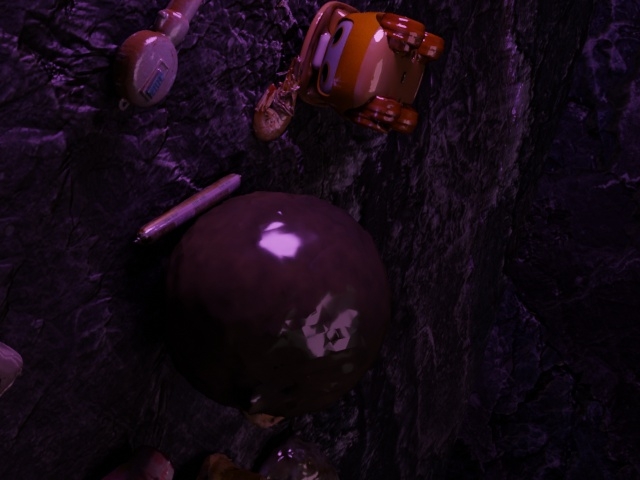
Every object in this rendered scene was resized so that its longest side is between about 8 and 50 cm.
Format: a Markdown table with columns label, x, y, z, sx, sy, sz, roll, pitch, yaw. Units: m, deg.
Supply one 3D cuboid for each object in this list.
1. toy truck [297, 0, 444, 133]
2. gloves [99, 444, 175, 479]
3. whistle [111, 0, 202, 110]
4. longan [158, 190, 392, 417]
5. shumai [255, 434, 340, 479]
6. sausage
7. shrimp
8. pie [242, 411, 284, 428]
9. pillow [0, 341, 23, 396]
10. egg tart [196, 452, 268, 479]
| label | x | y | z | sx | sy | sz | roll | pitch | yaw |
| --- | --- | --- | --- | --- | --- | --- | --- | --- | --- |
| toy truck | 0.090 | -0.309 | 1.847 | 0.288 | 0.211 | 0.204 | -6 | 116 | -66 |
| gloves | -0.358 | 0.475 | 1.784 | 0.241 | 0.145 | 0.126 | -51 | 143 | -36 |
| whistle | -0.223 | -0.275 | 1.447 | 0.220 | 0.057 | 0.107 | -62 | 154 | -12 |
| longan | -0.075 | 0.107 | 1.700 | 0.391 | 0.391 | 0.391 | -44 | 148 | -37 |
| shumai | -0.008 | 0.649 | 2.433 | 0.292 | 0.288 | 0.330 | -63 | 154 | -8 |
| sausage | -0.213 | -0.054 | 1.693 | 0.269 | 0.032 | 0.033 | -37 | 143 | -45 |
| shrimp | -0.078 | -0.248 | 1.790 | 0.095 | 0.045 | 0.162 | 1 | 118 | -41 |
| pie | -0.079 | 0.286 | 2.241 | 0.274 | 0.055 | 0.274 | -44 | 147 | -37 |
| pillow | -0.478 | 0.169 | 1.369 | 0.131 | 0.038 | 0.233 | -52 | 155 | -19 |
| egg tart | -0.145 | 0.589 | 2.110 | 0.132 | 0.341 | 0.341 | -21 | 155 | 10 |
